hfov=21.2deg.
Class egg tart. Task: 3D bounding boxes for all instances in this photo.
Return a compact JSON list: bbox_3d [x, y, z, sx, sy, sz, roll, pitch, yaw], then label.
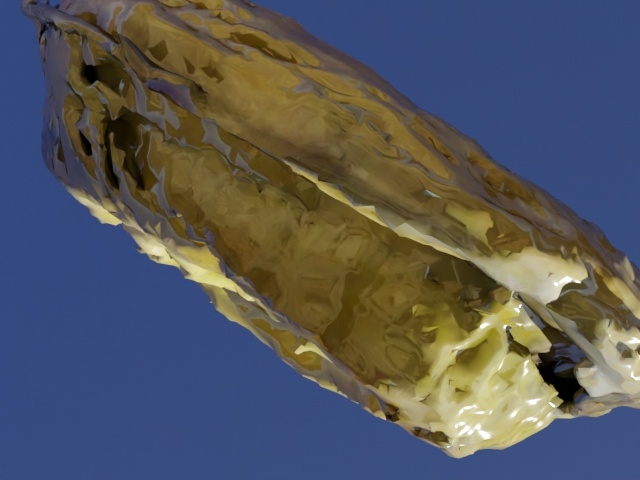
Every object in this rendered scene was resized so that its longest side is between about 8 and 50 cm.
[{"bbox_3d":[0.000,0.000,0.629,0.279,0.279,0.095,29,-97,18],"label":"egg tart"}]
